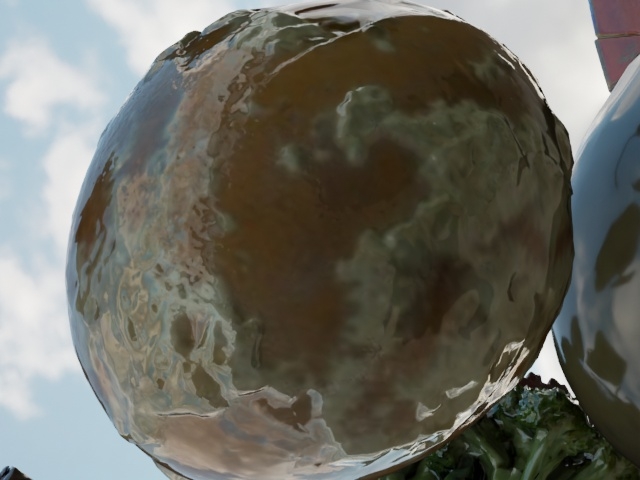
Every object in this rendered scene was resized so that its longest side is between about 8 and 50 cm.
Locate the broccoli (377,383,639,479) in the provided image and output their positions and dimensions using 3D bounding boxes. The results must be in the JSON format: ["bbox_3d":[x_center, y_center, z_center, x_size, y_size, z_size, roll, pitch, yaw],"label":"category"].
[{"bbox_3d":[0.065,0.233,1.117,0.283,0.304,0.321,-24,-57,-68],"label":"broccoli"}]

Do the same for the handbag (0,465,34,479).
[{"bbox_3d":[-0.223,0.267,1.116,0.127,0.235,0.213,38,170,27],"label":"handbag"}]

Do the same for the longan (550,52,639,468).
[{"bbox_3d":[0.307,0.025,0.968,0.361,0.361,0.361,37,-139,-42],"label":"longan"}]

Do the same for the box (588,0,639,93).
[{"bbox_3d":[0.236,-0.153,1.254,0.112,0.048,0.175,37,-143,-41],"label":"box"}]

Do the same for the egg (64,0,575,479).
[{"bbox_3d":[0.000,0.000,0.683,0.233,0.195,0.195,-33,-80,-42],"label":"egg"}]

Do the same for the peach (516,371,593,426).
[{"bbox_3d":[0.099,0.275,1.902,0.335,0.406,0.310,54,-129,-60],"label":"peach"}]
